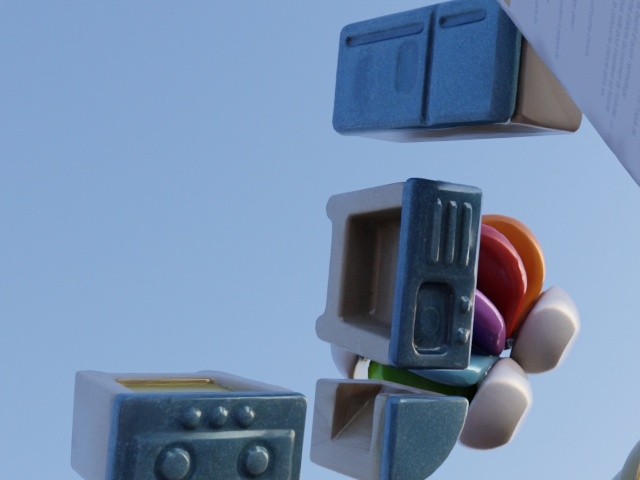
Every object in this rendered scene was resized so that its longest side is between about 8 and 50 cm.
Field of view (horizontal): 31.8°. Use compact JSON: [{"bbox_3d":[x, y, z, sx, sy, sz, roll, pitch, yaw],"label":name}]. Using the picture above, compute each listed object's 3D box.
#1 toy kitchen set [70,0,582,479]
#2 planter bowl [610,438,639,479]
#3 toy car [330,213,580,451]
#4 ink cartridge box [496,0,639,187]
[{"bbox_3d":[0.000,0.000,0.451,0.166,0.207,0.122,5,-1,-33],"label":"toy kitchen set"},{"bbox_3d":[0.268,0.233,0.846,0.217,0.217,0.090,18,-26,-34],"label":"planter bowl"},{"bbox_3d":[0.104,0.055,0.844,0.182,0.159,0.136,-50,-22,-26],"label":"toy car"},{"bbox_3d":[0.105,-0.097,0.283,0.045,0.208,0.206,-14,-42,-10],"label":"ink cartridge box"}]
